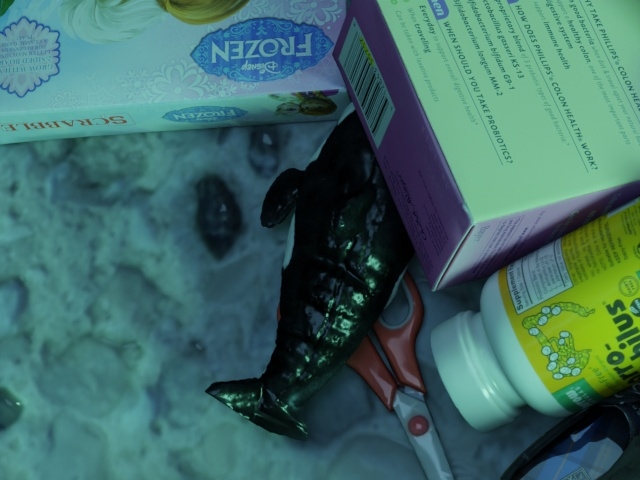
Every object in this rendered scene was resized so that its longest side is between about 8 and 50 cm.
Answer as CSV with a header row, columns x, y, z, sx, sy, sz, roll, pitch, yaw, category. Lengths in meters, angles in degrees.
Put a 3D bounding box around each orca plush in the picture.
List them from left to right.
x,y,z,sx,sy,sz,roll,pitch,yaw,category
0.000,0.000,1.374,0.151,0.102,0.287,33,79,20,orca plush

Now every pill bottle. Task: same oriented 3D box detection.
x,y,z,sx,sy,sz,roll,pitch,yaw,category
0.188,0.055,1.289,0.208,0.117,0.117,-28,68,18,pill bottle

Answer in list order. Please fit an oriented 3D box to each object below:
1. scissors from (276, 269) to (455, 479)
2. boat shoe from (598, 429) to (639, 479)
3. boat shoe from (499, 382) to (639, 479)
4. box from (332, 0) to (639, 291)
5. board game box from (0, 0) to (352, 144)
x,y,z,sx,sy,sz,roll,pitch,yaw,category
0.076,0.121,1.380,0.109,0.021,0.297,-36,67,-5,scissors
0.279,0.172,1.232,0.355,0.132,0.130,-44,98,-3,boat shoe
0.219,0.139,1.317,0.228,0.076,0.080,-32,69,0,boat shoe
0.164,-0.105,1.345,0.243,0.117,0.213,-15,68,-18,box
-0.127,-0.247,1.521,0.318,0.066,0.318,-4,71,10,board game box
